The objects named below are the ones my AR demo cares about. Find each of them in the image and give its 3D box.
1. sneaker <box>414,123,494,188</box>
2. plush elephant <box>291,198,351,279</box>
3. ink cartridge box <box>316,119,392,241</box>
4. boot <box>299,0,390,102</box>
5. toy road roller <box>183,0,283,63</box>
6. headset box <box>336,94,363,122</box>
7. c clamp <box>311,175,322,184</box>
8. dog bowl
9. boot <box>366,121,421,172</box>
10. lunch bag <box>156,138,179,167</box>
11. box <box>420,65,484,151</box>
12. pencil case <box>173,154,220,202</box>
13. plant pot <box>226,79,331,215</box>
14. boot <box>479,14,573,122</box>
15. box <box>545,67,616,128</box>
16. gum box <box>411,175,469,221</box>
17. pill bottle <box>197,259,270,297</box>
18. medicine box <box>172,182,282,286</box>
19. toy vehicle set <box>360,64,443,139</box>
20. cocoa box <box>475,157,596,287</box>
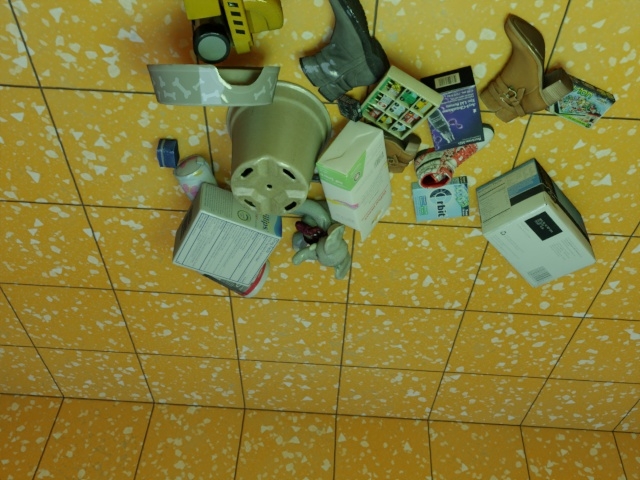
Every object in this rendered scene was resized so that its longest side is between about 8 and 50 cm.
[{"bbox_3d":[0.420,-0.251,1.881,0.270,0.145,0.090,-22,131,25],"label":"sneaker"},{"bbox_3d":[0.000,0.000,2.102,0.330,0.255,0.272,-7,136,12],"label":"plush elephant"},{"bbox_3d":[0.116,-0.178,1.903,0.119,0.207,0.353,25,155,27],"label":"ink cartridge box"},{"bbox_3d":[0.033,-0.523,1.639,0.223,0.118,0.338,-16,134,22],"label":"boot"},{"bbox_3d":[-0.226,-0.625,1.502,0.241,0.202,0.329,-12,141,-1],"label":"toy road roller"},{"bbox_3d":[0.084,-0.397,1.806,0.032,0.083,0.062,-38,137,-18],"label":"headset box"},{"bbox_3d":[0.006,-0.203,1.988,0.137,0.161,0.022,11,104,22],"label":"c clamp"},{"bbox_3d":[-0.280,-0.416,1.612,0.349,0.349,0.102,2,106,2],"label":"dog bowl"},{"bbox_3d":[0.206,-0.286,1.919,0.197,0.073,0.152,18,142,-7],"label":"boot"},{"bbox_3d":[-0.501,-0.283,1.976,0.065,0.067,0.098,6,138,-1],"label":"lunch bag"},{"bbox_3d":[0.388,-0.382,1.771,0.153,0.108,0.207,-12,134,16],"label":"box"},{"bbox_3d":[-0.387,-0.161,2.064,0.124,0.113,0.273,-8,136,23],"label":"pencil case"},{"bbox_3d":[-0.140,-0.252,1.808,0.334,0.305,0.334,3,137,2],"label":"plant pot"},{"bbox_3d":[0.536,-0.467,1.689,0.283,0.109,0.220,39,142,-23],"label":"boot"},{"bbox_3d":[0.736,-0.411,1.765,0.207,0.036,0.114,18,135,-14],"label":"box"},{"bbox_3d":[0.414,-0.140,2.077,0.184,0.041,0.157,-6,136,10],"label":"gum box"},{"bbox_3d":[-0.362,0.074,2.269,0.318,0.176,0.176,32,130,-26],"label":"pill bottle"},{"bbox_3d":[-0.313,-0.014,2.031,0.289,0.149,0.263,19,129,-23],"label":"medicine box"},{"bbox_3d":[0.218,-0.384,1.716,0.166,0.035,0.267,29,164,-7],"label":"toy vehicle set"},{"bbox_3d":[0.711,-0.053,2.009,0.231,0.228,0.347,-30,127,32],"label":"cocoa box"}]
